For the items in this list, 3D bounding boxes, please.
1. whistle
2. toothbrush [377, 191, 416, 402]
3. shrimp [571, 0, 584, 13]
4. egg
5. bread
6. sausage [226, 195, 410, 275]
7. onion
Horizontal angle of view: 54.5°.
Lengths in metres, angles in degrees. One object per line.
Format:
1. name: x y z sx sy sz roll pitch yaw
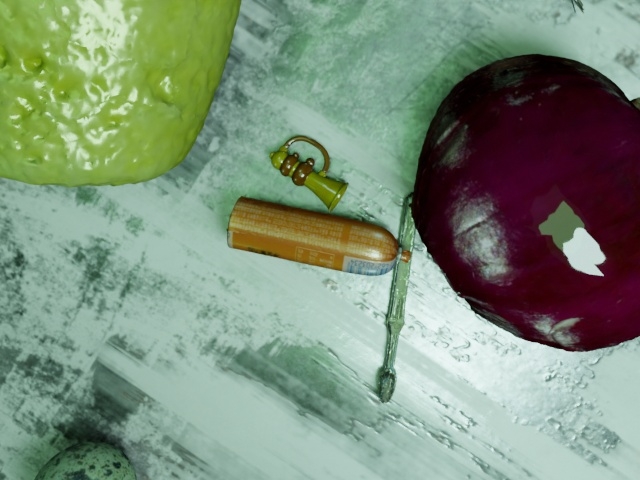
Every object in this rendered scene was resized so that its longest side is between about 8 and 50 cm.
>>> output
1. whistle: -0.013 -0.091 0.802 0.109 0.046 0.057 39 118 4
2. toothbrush: 0.104 0.081 0.832 0.026 0.028 0.294 7 97 4
3. shrimp: 0.249 -0.325 0.712 0.065 0.056 0.165 -34 86 -3
4. egg: -0.344 0.361 0.891 0.172 0.132 0.132 -26 97 22
5. bread: -0.260 -0.225 0.652 0.349 0.348 0.307 16 106 4
6. sausage: 0.000 0.000 0.803 0.234 0.071 0.071 12 103 5
7. onion: 0.243 -0.033 0.676 0.282 0.260 0.336 -21 99 16
